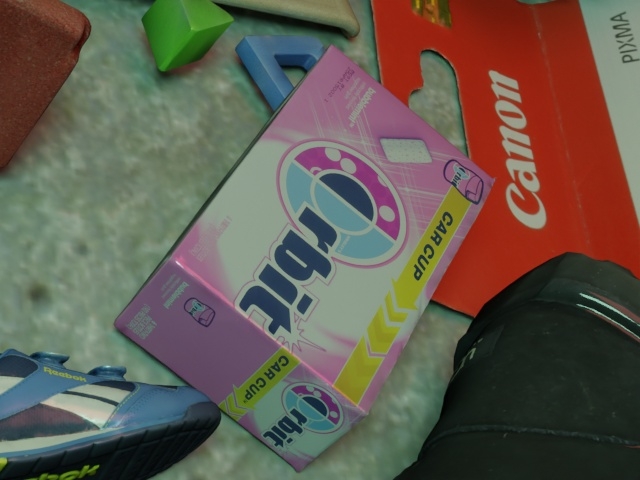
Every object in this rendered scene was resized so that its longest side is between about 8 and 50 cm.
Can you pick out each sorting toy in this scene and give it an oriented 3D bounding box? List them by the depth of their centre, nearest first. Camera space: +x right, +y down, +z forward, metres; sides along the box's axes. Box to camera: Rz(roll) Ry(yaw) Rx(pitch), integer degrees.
[{"bbox_3d":[-0.068,-0.209,0.898,0.196,0.047,0.348,9,47,-41],"label":"sorting toy"}]

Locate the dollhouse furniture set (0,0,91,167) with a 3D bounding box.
[{"bbox_3d":[-0.120,-0.225,0.645,0.152,0.374,0.201,22,41,-26],"label":"dollhouse furniture set"}]

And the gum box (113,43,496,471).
[{"bbox_3d":[0.000,0.000,0.743,0.107,0.062,0.188,39,45,-6],"label":"gum box"}]

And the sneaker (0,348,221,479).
[{"bbox_3d":[-0.104,0.068,0.626,0.144,0.053,0.059,-1,51,-39],"label":"sneaker"}]

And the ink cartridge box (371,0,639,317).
[{"bbox_3d":[0.220,-0.053,0.955,0.385,0.091,0.308,19,43,-24],"label":"ink cartridge box"}]

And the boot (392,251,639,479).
[{"bbox_3d":[0.137,0.234,0.574,0.367,0.146,0.445,33,36,5],"label":"boot"}]
